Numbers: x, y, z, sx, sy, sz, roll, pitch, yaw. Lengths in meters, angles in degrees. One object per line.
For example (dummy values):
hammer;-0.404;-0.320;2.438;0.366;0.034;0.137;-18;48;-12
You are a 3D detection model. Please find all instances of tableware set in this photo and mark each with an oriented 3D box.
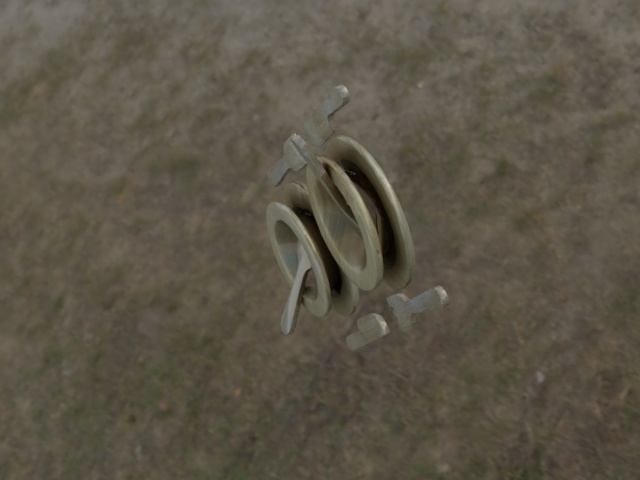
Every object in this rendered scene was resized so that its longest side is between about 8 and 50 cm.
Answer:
tableware set;0.000;0.000;0.699;0.039;0.128;0.194;-24;-5;-17
